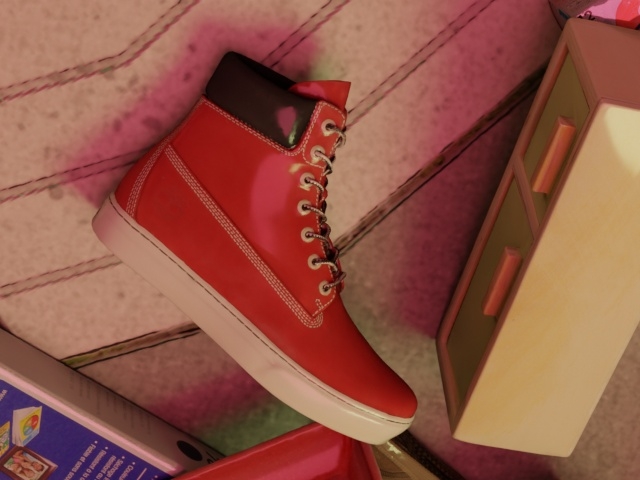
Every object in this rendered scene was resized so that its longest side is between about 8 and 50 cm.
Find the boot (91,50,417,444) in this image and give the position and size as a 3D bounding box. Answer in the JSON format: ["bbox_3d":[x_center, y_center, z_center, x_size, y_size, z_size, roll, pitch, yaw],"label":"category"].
[{"bbox_3d":[0.000,0.000,0.968,0.244,0.088,0.176,41,99,-2],"label":"boot"}]

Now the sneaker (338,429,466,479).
[{"bbox_3d":[0.042,0.167,1.072,0.071,0.066,0.188,-42,111,11],"label":"sneaker"}]

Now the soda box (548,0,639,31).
[{"bbox_3d":[0.239,-0.173,0.963,0.183,0.063,0.058,-32,113,6],"label":"soda box"}]

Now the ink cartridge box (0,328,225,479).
[{"bbox_3d":[-0.180,0.182,1.049,0.333,0.065,0.165,34,103,-17],"label":"ink cartridge box"}]

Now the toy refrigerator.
[{"bbox_3d":[0.153,0.004,0.965,0.094,0.102,0.269,11,127,-12],"label":"toy refrigerator"}]

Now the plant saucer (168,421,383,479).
[{"bbox_3d":[-0.056,0.261,0.948,0.258,0.259,0.047,-22,140,1],"label":"plant saucer"}]
